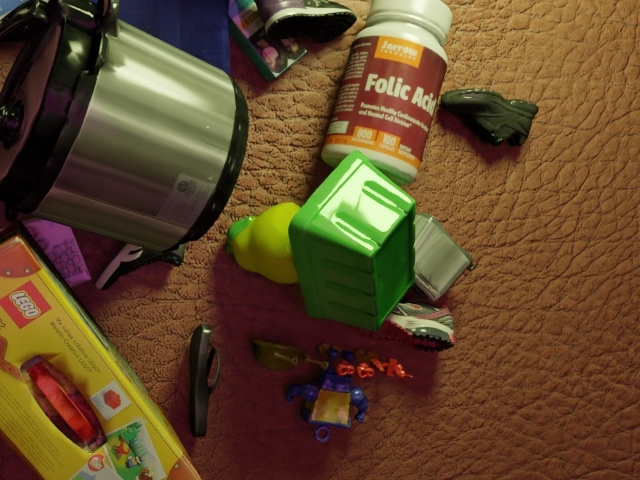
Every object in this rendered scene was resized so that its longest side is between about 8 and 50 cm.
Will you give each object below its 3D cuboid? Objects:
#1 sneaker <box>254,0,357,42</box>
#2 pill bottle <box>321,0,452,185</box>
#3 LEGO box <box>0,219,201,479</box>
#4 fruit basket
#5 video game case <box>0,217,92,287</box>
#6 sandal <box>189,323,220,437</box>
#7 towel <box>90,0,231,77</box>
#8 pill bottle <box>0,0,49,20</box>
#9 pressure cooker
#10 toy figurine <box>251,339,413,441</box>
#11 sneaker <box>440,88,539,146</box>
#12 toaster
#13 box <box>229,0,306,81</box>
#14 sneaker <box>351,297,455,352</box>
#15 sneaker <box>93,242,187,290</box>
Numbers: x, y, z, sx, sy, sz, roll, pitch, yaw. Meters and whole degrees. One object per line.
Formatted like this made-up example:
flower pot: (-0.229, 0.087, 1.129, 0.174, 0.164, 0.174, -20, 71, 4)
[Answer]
sneaker: (-0.029, -0.513, 1.404, 0.283, 0.107, 0.124, -17, 78, -51)
pill bottle: (0.157, -0.340, 1.461, 0.224, 0.224, 0.391, 17, 87, -23)
LEGO box: (-0.462, 0.230, 1.139, 0.193, 0.372, 0.500, -36, 110, -17)
fruit basket: (0.000, 0.000, 1.399, 0.392, 0.392, 0.283, 50, 63, -18)
video game case: (-0.554, 0.032, 1.290, 0.143, 0.019, 0.157, -22, 103, -20)
sandal: (-0.251, 0.298, 1.403, 0.055, 0.097, 0.254, -1, 104, -22)
towel: (-0.332, -0.416, 1.299, 0.308, 0.076, 0.227, -10, 122, -25)
pill bottle: (-0.627, -0.421, 1.160, 0.272, 0.152, 0.152, -35, 106, -17)
pressure cooker: (-0.378, -0.199, 1.104, 0.421, 0.376, 0.369, 18, 76, -36)
toy figurine: (0.007, 0.359, 1.468, 0.363, 0.191, 0.217, 12, 93, -22)
sneaker: (0.429, -0.311, 1.648, 0.287, 0.109, 0.130, 9, 96, -21)
toaster: (0.261, 0.047, 1.584, 0.227, 0.129, 0.146, 43, 81, -22)
box: (-0.147, -0.477, 1.411, 0.100, 0.060, 0.244, -44, 108, -15)
sneaker: (0.189, 0.187, 1.580, 0.299, 0.121, 0.112, 19, 57, -22)
sneaker: (-0.356, 0.039, 1.343, 0.121, 0.079, 0.216, 41, 76, -19)
